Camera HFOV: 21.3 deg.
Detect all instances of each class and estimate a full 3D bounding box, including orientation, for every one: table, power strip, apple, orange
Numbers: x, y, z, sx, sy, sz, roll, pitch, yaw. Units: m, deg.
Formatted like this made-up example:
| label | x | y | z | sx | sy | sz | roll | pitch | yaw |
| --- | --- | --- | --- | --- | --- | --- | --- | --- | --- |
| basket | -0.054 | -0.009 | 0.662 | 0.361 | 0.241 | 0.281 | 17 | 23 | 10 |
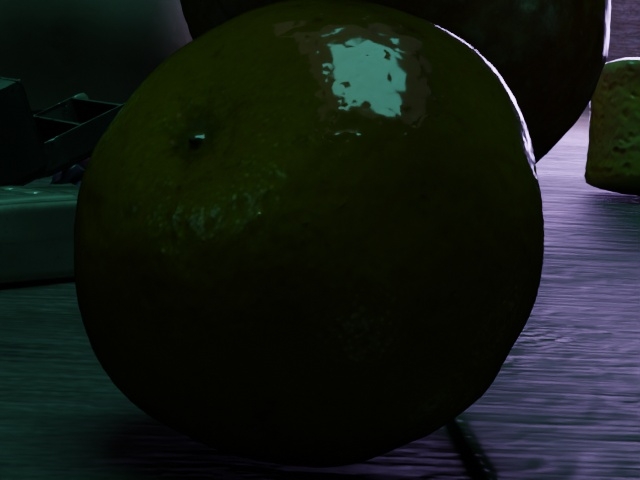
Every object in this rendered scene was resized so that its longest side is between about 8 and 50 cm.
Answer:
| label | x | y | z | sx | sy | sz | roll | pitch | yaw |
| --- | --- | --- | --- | --- | --- | --- | --- | --- | --- |
| table | -0.220 | -0.069 | 1.030 | 0.175 | 0.062 | 0.146 | -31 | 27 | -31 |
| power strip | -0.132 | -0.007 | 0.886 | 0.075 | 0.042 | 0.175 | 9 | 10 | 42 |
| apple | 0.062 | -0.182 | 1.252 | 0.309 | 0.250 | 0.277 | 41 | -23 | -18 |
| orange | 0.000 | 0.000 | 0.554 | 0.159 | 0.159 | 0.136 | 11 | -22 | 43 |

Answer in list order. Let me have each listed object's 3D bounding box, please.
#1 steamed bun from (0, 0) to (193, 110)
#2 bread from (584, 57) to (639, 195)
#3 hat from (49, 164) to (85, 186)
| label | x | y | z | sx | sy | sz | roll | pitch | yaw |
| --- | --- | --- | --- | --- | --- | --- | --- | --- | --- |
| steamed bun | -0.250 | -0.176 | 1.422 | 0.324 | 0.206 | 0.324 | 2 | 11 | 0 |
| bread | 0.270 | -0.089 | 1.372 | 0.111 | 0.114 | 0.129 | 1 | 2 | 33 |
| hat | -0.081 | -0.053 | 1.106 | 0.140 | 0.129 | 0.227 | 37 | 43 | 25 |
